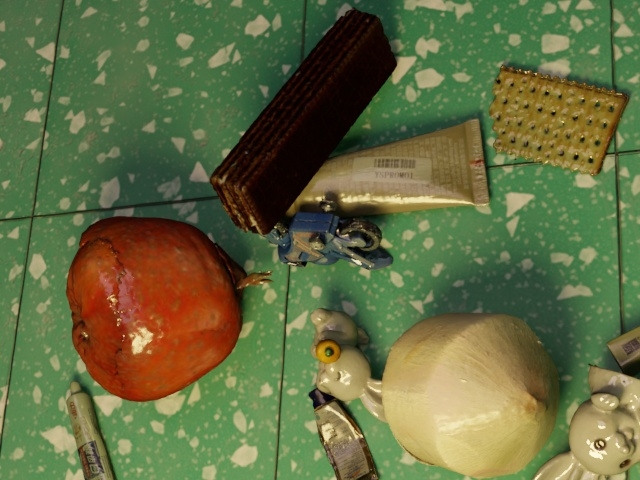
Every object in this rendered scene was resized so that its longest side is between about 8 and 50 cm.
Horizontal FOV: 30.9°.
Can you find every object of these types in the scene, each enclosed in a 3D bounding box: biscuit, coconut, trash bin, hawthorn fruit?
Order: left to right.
[{"bbox_3d":[-0.218,0.091,1.707,0.307,0.276,0.276,-9,65,-9],"label":"hawthorn fruit"},{"bbox_3d":[-0.016,-0.183,1.721,0.073,0.107,0.388,16,58,35],"label":"biscuit"},{"bbox_3d":[0.201,0.196,1.477,0.234,0.224,0.224,-11,64,50],"label":"coconut"},{"bbox_3d":[0.331,-0.174,1.681,0.203,0.016,0.144,17,79,28],"label":"biscuit"},{"bbox_3d":[0.424,0.134,1.502,0.092,0.061,0.043,-32,61,7],"label":"trash bin"}]

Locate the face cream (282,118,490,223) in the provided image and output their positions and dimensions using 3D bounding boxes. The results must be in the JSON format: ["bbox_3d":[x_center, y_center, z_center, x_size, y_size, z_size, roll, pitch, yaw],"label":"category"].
[{"bbox_3d":[0.077,-0.089,1.735,0.341,0.084,0.137,-10,69,15],"label":"face cream"}]

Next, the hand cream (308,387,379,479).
[{"bbox_3d":[0.028,0.282,1.642,0.062,0.039,0.163,-28,68,11],"label":"hand cream"}]

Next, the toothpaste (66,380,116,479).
[{"bbox_3d":[-0.355,0.325,1.797,0.060,0.038,0.233,-28,65,16],"label":"toothpaste"}]

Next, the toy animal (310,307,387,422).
[{"bbox_3d":[0.049,0.175,1.618,0.127,0.131,0.181,-9,46,-17],"label":"toy animal"}]

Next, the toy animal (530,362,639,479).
[{"bbox_3d":[0.346,0.270,1.451,0.104,0.131,0.220,27,84,-13],"label":"toy animal"}]

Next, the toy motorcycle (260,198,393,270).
[{"bbox_3d":[0.000,0.000,1.714,0.205,0.114,0.076,4,59,21],"label":"toy motorcycle"}]
